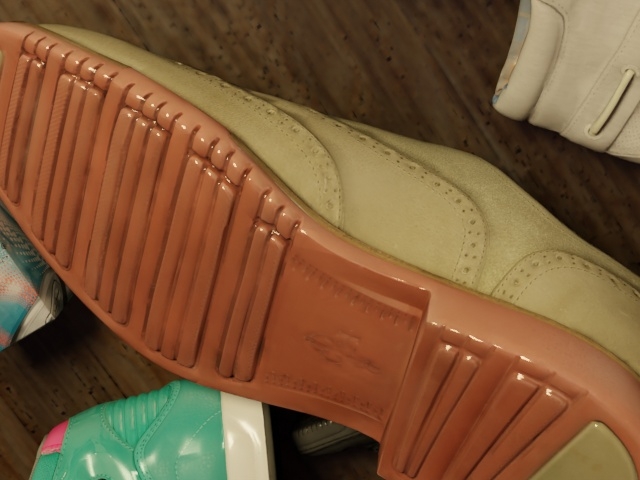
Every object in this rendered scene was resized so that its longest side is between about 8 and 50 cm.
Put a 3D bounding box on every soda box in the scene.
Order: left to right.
[{"bbox_3d":[-0.204,-0.028,0.681,0.058,0.063,0.183,-31,102,12],"label":"soda box"}]

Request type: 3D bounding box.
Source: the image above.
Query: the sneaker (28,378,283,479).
[{"bbox_3d":[-0.106,0.220,0.717,0.179,0.124,0.295,-3,99,-1],"label":"sneaker"}]

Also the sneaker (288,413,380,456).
[{"bbox_3d":[0.076,0.107,0.710,0.170,0.051,0.089,-24,99,7],"label":"sneaker"}]

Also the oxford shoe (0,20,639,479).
[{"bbox_3d":[0.000,0.000,0.655,0.397,0.146,0.140,33,131,10],"label":"oxford shoe"}]

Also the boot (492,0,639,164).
[{"bbox_3d":[0.158,-0.151,0.588,0.123,0.095,0.258,15,120,2],"label":"boot"}]
